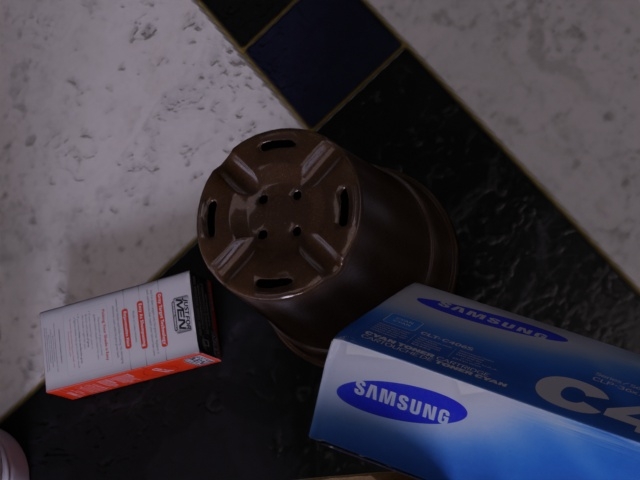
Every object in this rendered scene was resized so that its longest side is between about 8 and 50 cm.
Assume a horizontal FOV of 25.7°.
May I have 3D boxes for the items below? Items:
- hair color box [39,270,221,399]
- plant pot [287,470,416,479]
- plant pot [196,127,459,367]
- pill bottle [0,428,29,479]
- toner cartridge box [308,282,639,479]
[{"bbox_3d":[-0.155,0.078,1.138,0.141,0.043,0.072,-15,70,19],"label":"hair color box"},{"bbox_3d":[0.015,0.293,0.924,0.237,0.237,0.254,-8,86,20],"label":"plant pot"},{"bbox_3d":[0.000,0.000,1.028,0.167,0.165,0.167,-6,72,20],"label":"plant pot"},{"bbox_3d":[-0.331,0.175,1.069,0.136,0.246,0.136,-6,73,21],"label":"pill bottle"},{"bbox_3d":[0.185,0.127,0.887,0.348,0.165,0.075,18,106,18],"label":"toner cartridge box"}]
